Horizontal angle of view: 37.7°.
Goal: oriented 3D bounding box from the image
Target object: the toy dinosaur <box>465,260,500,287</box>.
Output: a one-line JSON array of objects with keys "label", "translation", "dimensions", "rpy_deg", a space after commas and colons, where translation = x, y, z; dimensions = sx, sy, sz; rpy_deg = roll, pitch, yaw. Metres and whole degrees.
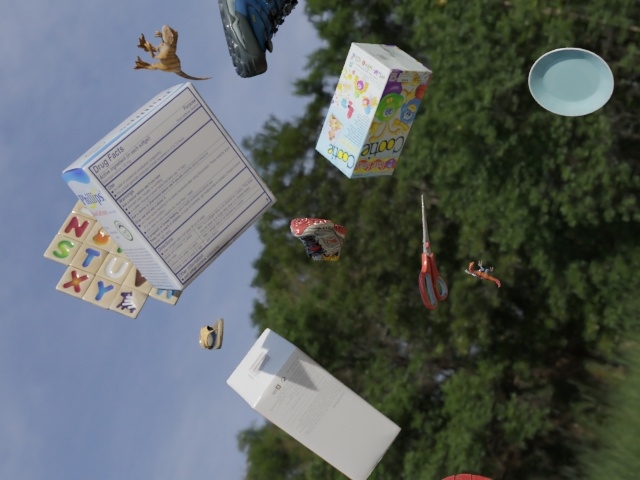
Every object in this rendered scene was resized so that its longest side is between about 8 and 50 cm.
[{"label": "toy dinosaur", "translation": [0.430, 0.083, 2.486], "dimensions": [0.082, 0.090, 0.047], "rpy_deg": [5, -66, -48]}]

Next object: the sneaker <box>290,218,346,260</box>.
[{"label": "sneaker", "translation": [0.000, 0.000, 2.209], "dimensions": [0.225, 0.088, 0.093], "rpy_deg": [20, -105, -61]}]

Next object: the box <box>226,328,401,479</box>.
[{"label": "box", "translation": [-0.017, 0.388, 2.204], "dimensions": [0.168, 0.345, 0.215], "rpy_deg": [-53, 21, -8]}]

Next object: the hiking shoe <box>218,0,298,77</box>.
[{"label": "hiking shoe", "translation": [-0.091, -0.382, 1.480], "dimensions": [0.113, 0.132, 0.304], "rpy_deg": [80, -177, -54]}]

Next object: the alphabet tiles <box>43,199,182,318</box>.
[{"label": "alphabet tiles", "translation": [-0.374, -0.010, 1.890], "dimensions": [0.011, 0.285, 0.343], "rpy_deg": [98, -167, -57]}]

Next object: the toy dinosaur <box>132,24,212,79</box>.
[{"label": "toy dinosaur", "translation": [-0.277, -0.324, 1.711], "dimensions": [0.211, 0.112, 0.064], "rpy_deg": [72, -146, -77]}]

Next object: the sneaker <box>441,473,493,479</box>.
[{"label": "sneaker", "translation": [0.252, 0.527, 1.793], "dimensions": [0.087, 0.221, 0.128], "rpy_deg": [-72, -37, -54]}]

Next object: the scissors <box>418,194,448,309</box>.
[{"label": "scissors", "translation": [0.278, 0.031, 2.473], "dimensions": [0.109, 0.021, 0.297], "rpy_deg": [-16, -86, -46]}]

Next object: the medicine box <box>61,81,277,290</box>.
[{"label": "medicine box", "translation": [-0.278, -0.097, 1.748], "dimensions": [0.263, 0.149, 0.289], "rpy_deg": [-45, -71, -24]}]

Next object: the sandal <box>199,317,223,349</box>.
[{"label": "sandal", "translation": [-0.278, 0.236, 2.319], "dimensions": [0.180, 0.049, 0.072], "rpy_deg": [152, 119, -62]}]

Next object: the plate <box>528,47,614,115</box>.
[{"label": "plate", "translation": [0.566, -0.361, 2.115], "dimensions": [0.188, 0.188, 0.024], "rpy_deg": [86, -160, -46]}]

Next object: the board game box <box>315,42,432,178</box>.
[{"label": "board game box", "translation": [0.122, -0.300, 2.178], "dimensions": [0.142, 0.144, 0.275], "rpy_deg": [-7, -52, -41]}]
